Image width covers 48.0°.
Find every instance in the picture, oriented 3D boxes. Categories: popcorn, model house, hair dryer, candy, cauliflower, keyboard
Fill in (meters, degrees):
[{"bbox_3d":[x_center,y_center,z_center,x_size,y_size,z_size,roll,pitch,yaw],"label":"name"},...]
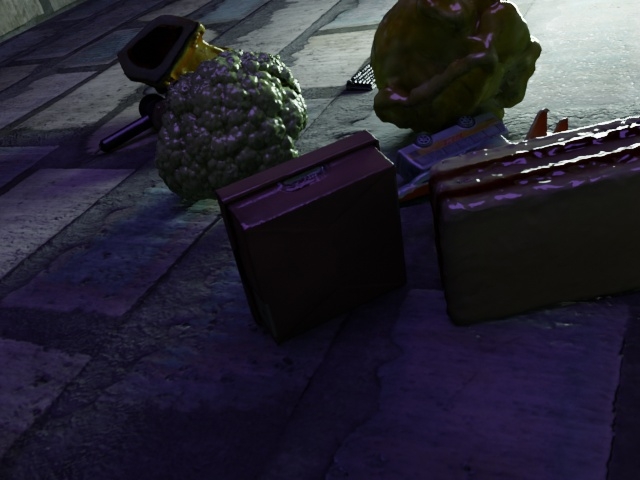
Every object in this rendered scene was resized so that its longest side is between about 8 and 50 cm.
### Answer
[{"bbox_3d":[0.235,-0.322,1.274,0.312,0.312,0.312,-11,31,7],"label":"popcorn"},{"bbox_3d":[-0.318,-0.415,1.726,0.268,0.239,0.173,26,93,41],"label":"model house"},{"bbox_3d":[-0.437,-0.263,1.682,0.219,0.071,0.124,-37,34,-17],"label":"hair dryer"},{"bbox_3d":[0.290,-0.028,0.856,0.320,0.179,0.135,-12,33,6],"label":"candy"},{"bbox_3d":[-0.160,-0.206,1.323,0.275,0.272,0.250,0,0,-2],"label":"cauliflower"},{"bbox_3d":[0.141,-0.409,1.694,0.072,0.023,0.231,9,38,31],"label":"keyboard"}]

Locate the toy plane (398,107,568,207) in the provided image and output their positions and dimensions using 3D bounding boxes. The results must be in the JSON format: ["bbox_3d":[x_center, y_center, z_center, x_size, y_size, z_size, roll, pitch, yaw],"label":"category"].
[{"bbox_3d":[0.237,-0.090,1.056,0.326,0.104,0.223,-24,31,-7],"label":"toy plane"}]

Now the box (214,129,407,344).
[{"bbox_3d":[0.000,0.000,0.906,0.215,0.215,0.086,-24,43,-15],"label":"box"}]

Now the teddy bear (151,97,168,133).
[{"bbox_3d":[-0.279,-0.289,1.585,0.190,0.140,0.177,-31,36,-9],"label":"teddy bear"}]

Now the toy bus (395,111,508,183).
[{"bbox_3d":[0.219,-0.148,1.193,0.190,0.064,0.075,-26,55,-17],"label":"toy bus"}]
